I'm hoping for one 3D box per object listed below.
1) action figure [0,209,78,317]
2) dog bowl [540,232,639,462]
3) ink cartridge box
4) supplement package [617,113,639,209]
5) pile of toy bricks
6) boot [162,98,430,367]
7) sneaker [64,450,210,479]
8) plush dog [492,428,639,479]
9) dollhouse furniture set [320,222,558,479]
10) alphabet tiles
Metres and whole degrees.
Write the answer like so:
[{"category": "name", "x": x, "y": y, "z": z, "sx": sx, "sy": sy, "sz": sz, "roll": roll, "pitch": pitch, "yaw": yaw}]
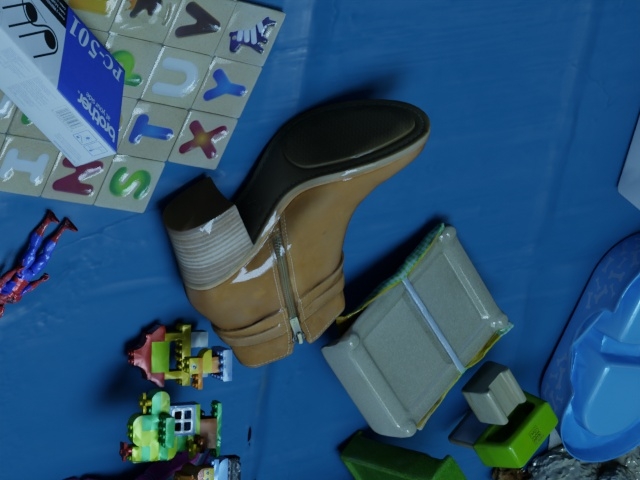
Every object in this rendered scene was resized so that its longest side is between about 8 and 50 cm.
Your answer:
[{"category": "action figure", "x": -0.271, "y": 0.027, "z": 1.711, "sx": 0.115, "sy": 0.030, "sz": 0.038, "roll": -51, "pitch": 140, "yaw": 12}, {"category": "dog bowl", "x": 0.362, "y": 0.119, "z": 2.174, "sx": 0.166, "sy": 0.074, "sz": 0.297, "roll": 7, "pitch": 116, "yaw": -35}, {"category": "ink cartridge box", "x": -0.236, "y": -0.161, "z": 1.523, "sx": 0.046, "sy": 0.097, "sz": 0.207, "roll": -16, "pitch": 141, "yaw": 22}, {"category": "supplement package", "x": 0.507, "y": -0.103, "z": 2.022, "sx": 0.263, "sy": 0.198, "sz": 0.199, "roll": -8, "pitch": 126, "yaw": -30}, {"category": "pile of toy bricks", "x": -0.149, "y": 0.193, "z": 1.814, "sx": 0.105, "sy": 0.118, "sz": 0.212, "roll": -2, "pitch": 95, "yaw": -26}, {"category": "boot", "x": 0.000, "y": 0.000, "z": 1.815, "sx": 0.283, "sy": 0.109, "sz": 0.220, "roll": -31, "pitch": 133, "yaw": -8}, {"category": "sneaker", "x": -0.204, "y": 0.307, "z": 1.915, "sx": 0.252, "sy": 0.103, "sz": 0.111, "roll": -13, "pitch": 127, "yaw": -26}, {"category": "plush dog", "x": 0.332, "y": 0.363, "z": 2.236, "sx": 0.210, "sy": 0.225, "sz": 0.262, "roll": 25, "pitch": 106, "yaw": -43}, {"category": "dollhouse furniture set", "x": 0.101, "y": 0.143, "z": 2.029, "sx": 0.197, "sy": 0.151, "sz": 0.301, "roll": -47, "pitch": 121, "yaw": -25}, {"category": "alphabet tiles", "x": -0.199, "y": -0.160, "z": 1.630, "sx": 0.342, "sy": 0.011, "sz": 0.285, "roll": 9, "pitch": 117, "yaw": -38}]
